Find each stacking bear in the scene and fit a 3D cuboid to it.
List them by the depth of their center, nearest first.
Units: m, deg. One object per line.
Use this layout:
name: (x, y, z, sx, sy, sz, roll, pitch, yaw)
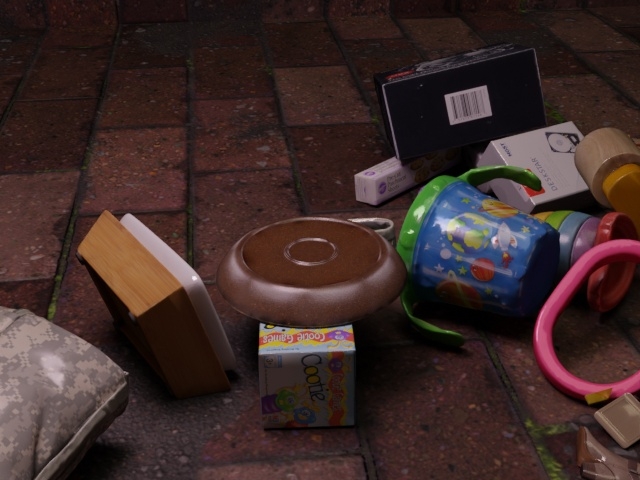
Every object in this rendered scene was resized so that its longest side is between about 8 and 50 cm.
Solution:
stacking bear: (0.421, 0.015, 1.674, 0.289, 0.175, 0.164, 12, 8, 38)

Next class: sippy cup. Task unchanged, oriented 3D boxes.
sippy cup: (0.283, 0.024, 1.560, 0.224, 0.305, 0.240, 19, 15, 31)

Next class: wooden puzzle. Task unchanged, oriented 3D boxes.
wooden puzzle: (0.453, 0.266, 1.337, 0.078, 0.014, 0.116, -21, 54, -17)

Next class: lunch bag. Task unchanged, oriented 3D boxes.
lunch bag: (-0.430, 0.246, 1.194, 0.256, 0.212, 0.305, 10, 32, 19)

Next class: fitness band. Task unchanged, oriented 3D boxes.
fitness band: (0.470, 0.129, 1.443, 0.209, 0.054, 0.291, 34, 73, 21)

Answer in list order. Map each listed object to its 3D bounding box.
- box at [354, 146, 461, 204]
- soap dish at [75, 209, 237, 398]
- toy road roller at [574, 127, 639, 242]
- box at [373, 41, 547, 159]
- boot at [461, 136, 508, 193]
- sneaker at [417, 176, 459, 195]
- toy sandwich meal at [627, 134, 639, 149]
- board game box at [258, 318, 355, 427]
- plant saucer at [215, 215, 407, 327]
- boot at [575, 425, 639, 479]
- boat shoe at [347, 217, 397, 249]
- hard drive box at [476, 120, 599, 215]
box: (0.208, -0.166, 2.078, 0.063, 0.067, 0.324, 17, 32, 41)
soap dish: (-0.269, 0.105, 1.454, 0.118, 0.229, 0.291, -33, 40, -19)
toy road roller: (0.666, -0.105, 1.703, 0.240, 0.329, 0.202, -39, 23, 18)
box: (0.312, -0.332, 2.096, 0.343, 0.179, 0.312, -13, 14, 3)
boot: (0.411, -0.190, 2.092, 0.123, 0.095, 0.258, -8, 28, 0)
sneaker: (0.246, -0.077, 1.909, 0.104, 0.095, 0.236, 9, 25, 29)
toy sandwich meal: (0.799, -0.244, 2.257, 0.085, 0.029, 0.085, 0, 29, 0)
board game box: (-0.024, 0.153, 1.431, 0.142, 0.144, 0.275, -2, 28, -2)
plant saucer: (-0.015, 0.034, 1.449, 0.311, 0.050, 0.310, 0, 29, 0)
boot: (0.407, 0.310, 1.262, 0.087, 0.042, 0.118, 11, 31, 6)
boat shoe: (0.000, 0.000, 1.755, 0.302, 0.094, 0.109, -2, 29, -4)
hard drive box: (0.487, -0.144, 1.947, 0.232, 0.089, 0.181, -17, 62, -25)
